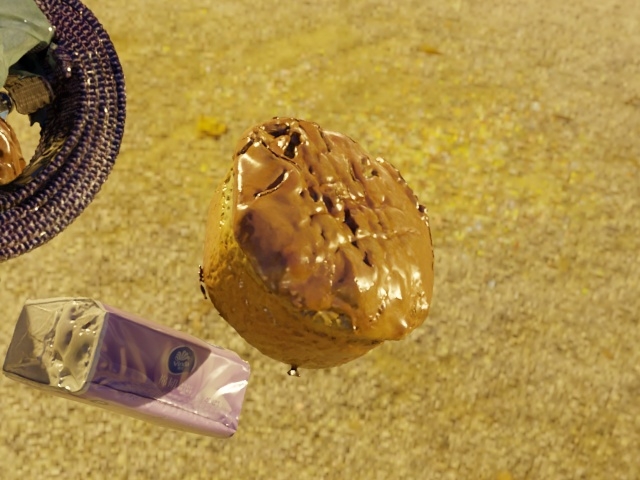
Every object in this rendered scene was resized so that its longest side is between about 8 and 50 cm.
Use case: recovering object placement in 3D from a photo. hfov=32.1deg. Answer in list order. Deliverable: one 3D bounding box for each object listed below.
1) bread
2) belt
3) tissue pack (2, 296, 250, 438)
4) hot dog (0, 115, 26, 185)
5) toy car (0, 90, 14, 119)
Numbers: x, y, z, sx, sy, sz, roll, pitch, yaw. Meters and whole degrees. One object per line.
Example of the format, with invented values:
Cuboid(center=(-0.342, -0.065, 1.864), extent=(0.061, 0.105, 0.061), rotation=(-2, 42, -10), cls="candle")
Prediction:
Cuboid(center=(0.000, 0.000, 1.686), extent=(0.398, 0.215, 0.398), rotation=(26, 39, -24), cls="bread")
Cuboid(center=(-0.331, -0.116, 1.074), extent=(0.122, 0.260, 0.325), rotation=(-11, 34, 52), cls="belt")
Cuboid(center=(-0.315, 0.206, 1.826), extent=(0.242, 0.160, 0.338), rotation=(2, -19, 42), cls="tissue pack")
Cuboid(center=(-0.535, -0.115, 1.385), extent=(0.387, 0.267, 0.174), rotation=(23, 40, 32), cls="hot dog")
Cuboid(center=(-0.515, -0.240, 1.602), extent=(0.070, 0.171, 0.080), rotation=(-26, 12, 12), cls="toy car")
